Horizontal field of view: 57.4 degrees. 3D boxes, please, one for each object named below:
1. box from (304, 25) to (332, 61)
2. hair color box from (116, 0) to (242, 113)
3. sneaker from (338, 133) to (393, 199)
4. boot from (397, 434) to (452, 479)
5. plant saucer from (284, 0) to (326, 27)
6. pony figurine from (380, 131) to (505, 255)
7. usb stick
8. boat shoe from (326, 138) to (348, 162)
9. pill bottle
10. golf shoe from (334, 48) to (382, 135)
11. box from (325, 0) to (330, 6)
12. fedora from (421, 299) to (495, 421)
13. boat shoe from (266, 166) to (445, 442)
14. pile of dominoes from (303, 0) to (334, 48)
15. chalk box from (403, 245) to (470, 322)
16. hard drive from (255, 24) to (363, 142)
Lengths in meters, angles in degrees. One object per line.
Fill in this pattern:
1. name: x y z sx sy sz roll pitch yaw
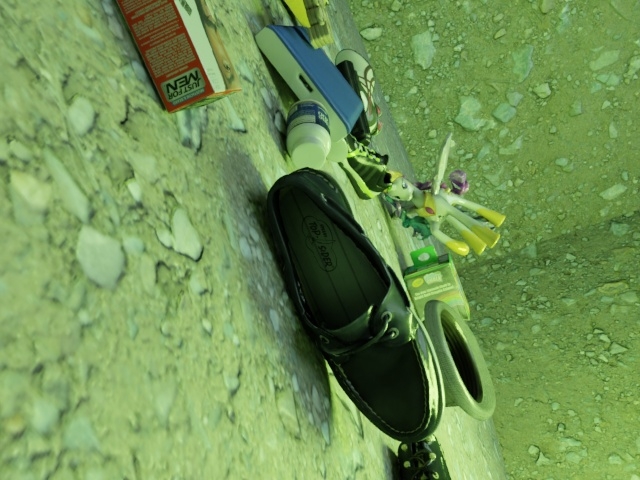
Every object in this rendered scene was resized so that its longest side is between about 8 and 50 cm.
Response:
1. box: 0.001 -0.392 1.326 0.186 0.038 0.145 -35 105 -76
2. hair color box: -0.137 -0.207 0.535 0.093 0.053 0.167 -65 135 -71
3. sneaker: 0.097 -0.181 1.275 0.235 0.097 0.084 52 23 -51
4. boot: 0.135 0.334 0.765 0.236 0.085 0.179 64 12 -47
5. plant saucer: -0.066 -0.672 1.225 0.332 0.080 0.333 36 46 -62
6. pony figurine: 0.333 -0.116 1.647 0.363 0.303 0.351 35 28 8
7. usb stick: 0.072 -0.331 1.433 0.045 0.077 0.278 21 46 -39
8. boat shoe: 0.011 -0.204 1.090 0.142 0.049 0.040 51 23 -46
9. pill bottle: -0.018 -0.157 0.879 0.120 0.067 0.067 -93 158 -50
10. golf shoe: 0.094 -0.411 1.573 0.120 0.105 0.273 19 52 -63
11. box: -0.070 -0.807 1.553 0.295 0.073 0.293 55 20 -44
12. fedora: 0.230 0.245 1.143 0.275 0.124 0.244 26 43 -58
13. boat shoe: 0.032 0.071 0.646 0.340 0.127 0.113 70 15 7
14. pile of dominoes: -0.033 -0.480 1.053 0.196 0.040 0.251 -38 111 -79
15. chalk box: 0.309 0.119 1.591 0.132 0.132 0.213 -36 107 -75
16. hard drive: -0.005 -0.299 1.073 0.210 0.040 0.319 51 18 -11
